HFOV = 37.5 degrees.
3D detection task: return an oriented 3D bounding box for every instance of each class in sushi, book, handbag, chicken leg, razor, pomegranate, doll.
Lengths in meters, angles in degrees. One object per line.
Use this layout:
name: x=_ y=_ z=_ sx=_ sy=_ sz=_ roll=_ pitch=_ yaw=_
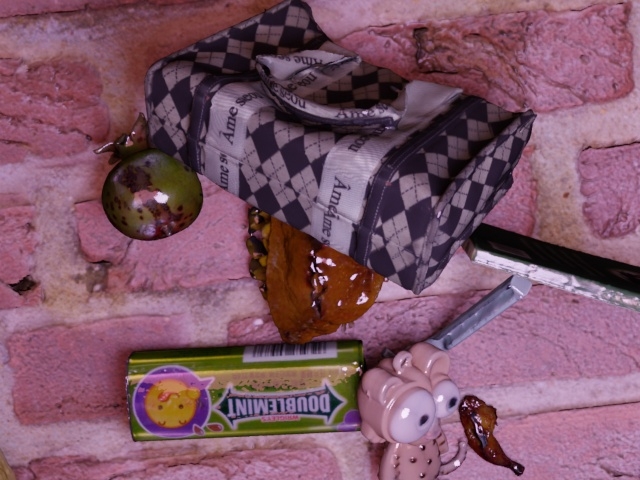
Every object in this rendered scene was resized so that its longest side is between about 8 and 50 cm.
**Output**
sushi: x=-0.002 y=0.003 z=1.331 sx=0.167 sy=0.179 sz=0.296 roll=-10 pitch=112 yaw=-21
book: x=0.365 y=0.049 z=1.265 sx=0.371 sy=0.260 sz=0.043 roll=17 pitch=101 yaw=0
handbag: x=0.034 y=-0.151 z=1.196 sx=0.416 sy=0.317 sz=0.180 roll=28 pitch=136 yaw=18
chicken leg: x=0.252 y=0.296 z=1.408 sx=0.062 sy=0.037 sz=0.145 roll=-26 pitch=93 yaw=-10
razor: x=0.200 y=0.123 z=1.316 sx=0.111 sy=0.056 sz=0.278 roll=38 pitch=134 yaw=-3
pomegranate: x=-0.247 y=-0.081 z=1.330 sx=0.148 sy=0.148 sz=0.169 roll=-38 pitch=87 yaw=5
doll: x=0.133 y=0.270 z=1.331 sx=0.154 sy=0.119 sz=0.278 roll=-36 pitch=128 yaw=-25

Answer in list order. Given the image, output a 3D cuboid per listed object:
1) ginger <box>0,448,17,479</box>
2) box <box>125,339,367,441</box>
ginger: x=-0.599 y=0.282 z=1.378 sx=0.354 sy=0.126 sz=0.190 roll=28 pitch=91 yaw=0
box: x=-0.102 y=0.220 z=1.373 sx=0.345 sy=0.097 sz=0.134 roll=-2 pitch=99 yaw=1
